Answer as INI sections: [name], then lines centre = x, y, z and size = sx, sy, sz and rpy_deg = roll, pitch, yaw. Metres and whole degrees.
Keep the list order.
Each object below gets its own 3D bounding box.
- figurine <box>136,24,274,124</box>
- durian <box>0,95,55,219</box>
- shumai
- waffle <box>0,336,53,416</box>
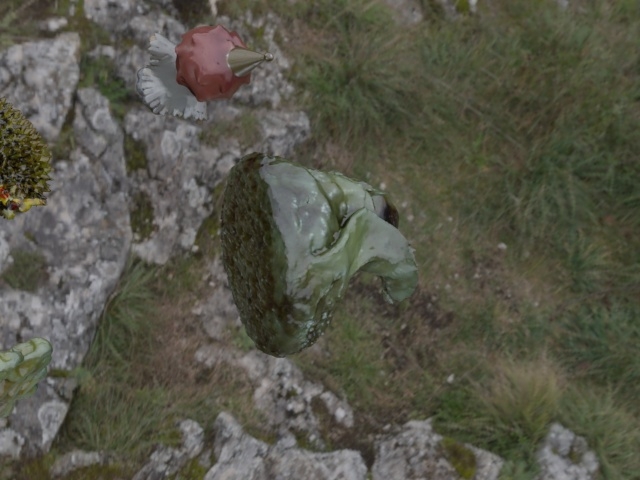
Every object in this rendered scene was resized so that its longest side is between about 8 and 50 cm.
[figurine]
centre = -0.234, -0.352, 1.723
size = 0.166, 0.387, 0.207
rpy_deg = -37, 107, -42
[durian]
centre = -0.632, -0.155, 1.553
size = 0.293, 0.258, 0.258
rpy_deg = 8, 53, 18
[shumai]
centre = 0.000, 0.000, 1.666
size = 0.348, 0.395, 0.395
rpy_deg = -14, 66, -25
[waffle]
centre = -0.506, 0.247, 1.150
size = 0.056, 0.292, 0.309
rpy_deg = 49, 44, 5
